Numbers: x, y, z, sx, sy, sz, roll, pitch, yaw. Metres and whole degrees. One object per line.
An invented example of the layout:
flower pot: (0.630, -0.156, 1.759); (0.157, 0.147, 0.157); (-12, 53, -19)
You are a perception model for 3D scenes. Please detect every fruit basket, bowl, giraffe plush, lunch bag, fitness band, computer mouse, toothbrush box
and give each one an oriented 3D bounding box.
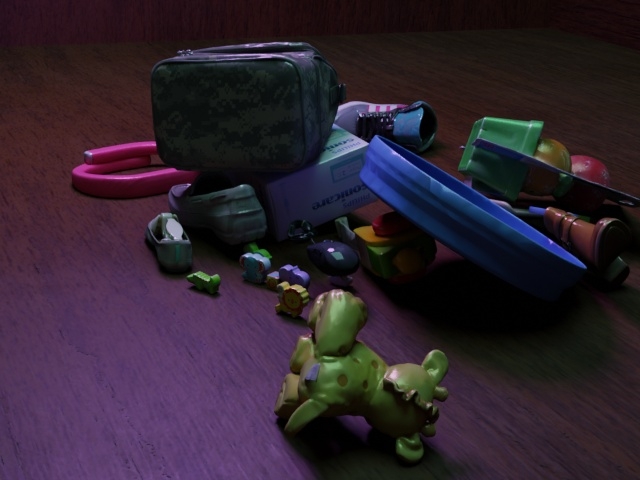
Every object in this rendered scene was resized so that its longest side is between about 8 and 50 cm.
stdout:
fruit basket: (0.440, -0.114, 1.972); (0.353, 0.165, 0.327); (26, 4, 0)
bowl: (0.232, -0.032, 1.625); (0.391, 0.077, 0.391); (31, 10, -6)
giraffe plush: (0.058, 0.168, 1.217); (0.170, 0.181, 0.210); (22, 7, -9)
lunch bag: (-0.129, -0.245, 1.854); (0.305, 0.213, 0.256); (1, 14, 17)
fitness band: (-0.374, -0.150, 2.152); (0.290, 0.054, 0.209); (-16, 27, -38)
computer mouse: (0.000, 0.000, 1.654); (0.071, 0.041, 0.242); (-9, 21, -19)
toothbrush box: (-0.061, -0.138, 1.963); (0.216, 0.126, 0.295); (-22, 32, -19)

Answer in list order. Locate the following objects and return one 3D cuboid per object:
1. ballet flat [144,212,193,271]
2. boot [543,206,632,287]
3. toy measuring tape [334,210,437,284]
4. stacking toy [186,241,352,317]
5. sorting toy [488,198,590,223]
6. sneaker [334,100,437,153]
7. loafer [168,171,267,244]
ballet flat: (-0.257, -0.012, 1.768); (0.072, 0.068, 0.213); (-4, 21, -17)
boot: (0.423, -0.012, 1.673); (0.073, 0.197, 0.152); (-40, 58, -7)
toy measuring tape: (0.116, -0.003, 1.733); (0.121, 0.121, 0.330); (-3, 12, -13)
stacking toy: (-0.075, 0.050, 1.643); (0.221, 0.052, 0.167); (14, 23, 29)
sorting toy: (0.339, -0.049, 1.924); (0.196, 0.047, 0.347); (7, 5, -41)
sneaker: (0.163, -0.266, 2.440); (0.295, 0.124, 0.178); (-10, 14, -33)
loafer: (-0.190, -0.076, 1.857); (0.112, 0.112, 0.319); (-15, 18, -30)
